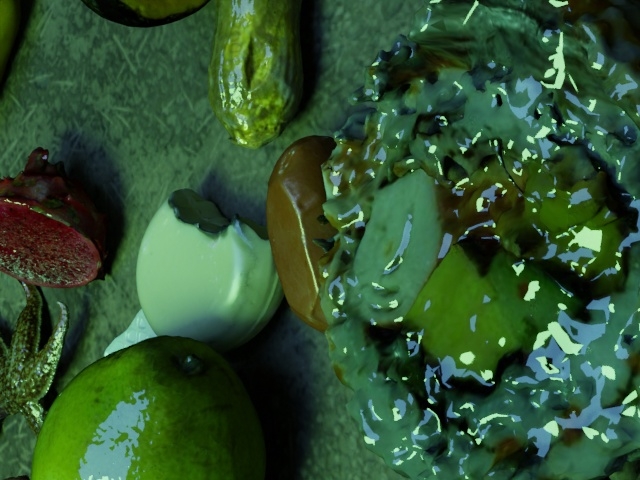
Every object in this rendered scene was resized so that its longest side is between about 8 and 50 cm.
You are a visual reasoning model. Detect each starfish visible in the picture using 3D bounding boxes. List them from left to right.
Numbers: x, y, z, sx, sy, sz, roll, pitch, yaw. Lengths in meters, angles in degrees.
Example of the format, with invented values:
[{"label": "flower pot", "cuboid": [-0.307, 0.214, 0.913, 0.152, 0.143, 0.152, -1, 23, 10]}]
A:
[{"label": "starfish", "cuboid": [-0.312, 0.154, 1.596, 0.213, 0.057, 0.238, -34, 67, 46]}]

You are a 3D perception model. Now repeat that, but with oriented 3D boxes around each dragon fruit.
[{"label": "dragon fruit", "cuboid": [-0.273, -0.031, 1.537, 0.153, 0.153, 0.111, -16, 46, 42]}]

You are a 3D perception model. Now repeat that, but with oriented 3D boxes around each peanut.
[{"label": "peanut", "cuboid": [-0.056, -0.184, 1.339, 0.087, 0.087, 0.207, 2, 89, 43]}]

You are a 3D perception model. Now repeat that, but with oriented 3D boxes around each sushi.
[{"label": "sushi", "cuboid": [0.154, 0.012, 1.080, 0.417, 0.176, 0.417, 0, 90, 43]}]

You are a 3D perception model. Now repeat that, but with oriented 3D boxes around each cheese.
[{"label": "cheese", "cuboid": [-0.121, 0.067, 1.406, 0.163, 0.071, 0.249, 42, 116, 36]}]

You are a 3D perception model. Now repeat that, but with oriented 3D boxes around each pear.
[{"label": "pear", "cuboid": [-0.154, 0.204, 1.347, 0.212, 0.212, 0.269, 46, 123, 33]}]

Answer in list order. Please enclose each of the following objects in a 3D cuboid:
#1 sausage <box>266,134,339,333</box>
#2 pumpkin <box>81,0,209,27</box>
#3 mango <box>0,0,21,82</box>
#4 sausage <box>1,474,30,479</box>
[{"label": "sausage", "cuboid": [0.000, 0.000, 1.288, 0.089, 0.089, 0.179, -8, 94, 43]}, {"label": "pumpkin", "cuboid": [-0.195, -0.373, 1.364, 0.232, 0.242, 0.325, 23, 101, 32]}, {"label": "mango", "cuboid": [-0.408, -0.186, 1.648, 0.253, 0.113, 0.138, -42, 59, 27]}, {"label": "sausage", "cuboid": [-0.221, 0.327, 1.495, 0.326, 0.079, 0.087, 22, 131, 40]}]
